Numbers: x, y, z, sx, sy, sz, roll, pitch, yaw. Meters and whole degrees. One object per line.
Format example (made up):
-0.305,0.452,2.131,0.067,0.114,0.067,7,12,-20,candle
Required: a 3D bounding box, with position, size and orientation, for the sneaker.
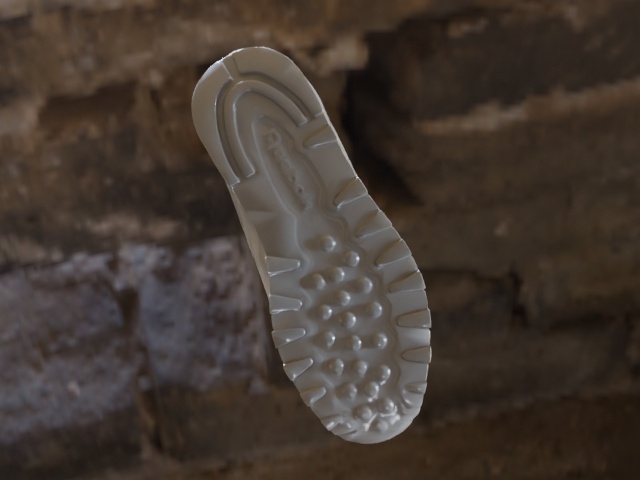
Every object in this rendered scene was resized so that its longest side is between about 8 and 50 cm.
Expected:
0.000,0.000,1.121,0.090,0.095,0.235,-19,94,-1,sneaker
